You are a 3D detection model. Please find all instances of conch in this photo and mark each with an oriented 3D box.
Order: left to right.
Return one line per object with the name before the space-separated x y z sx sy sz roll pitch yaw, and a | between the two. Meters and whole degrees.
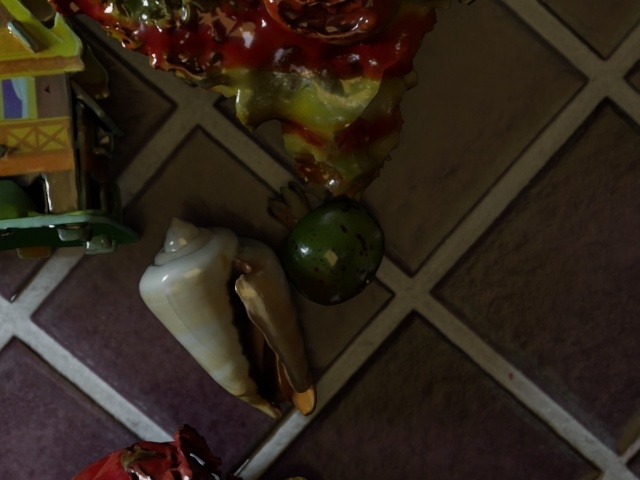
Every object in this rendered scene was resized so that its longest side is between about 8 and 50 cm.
conch | -0.087 0.071 1.412 0.158 0.127 0.255 -11 129 25

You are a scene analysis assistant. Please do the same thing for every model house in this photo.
model house | -0.380 -0.128 1.347 0.358 0.242 0.312 -7 83 2

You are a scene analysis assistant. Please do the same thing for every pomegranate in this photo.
pomegranate | 0.000 0.000 1.400 0.142 0.114 0.114 44 97 18

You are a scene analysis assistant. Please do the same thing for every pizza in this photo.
pizza | -0.006 -0.196 1.249 0.440 0.130 0.406 -17 122 15

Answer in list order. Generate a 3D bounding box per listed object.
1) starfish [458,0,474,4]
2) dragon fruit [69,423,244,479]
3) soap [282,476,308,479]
starfish | 0.081 -0.446 1.287 0.384 0.132 0.398 41 92 9
dragon fruit | -0.171 0.354 1.370 0.295 0.295 0.302 44 111 -7
soap | -0.027 0.341 1.487 0.089 0.033 0.168 17 99 -5
